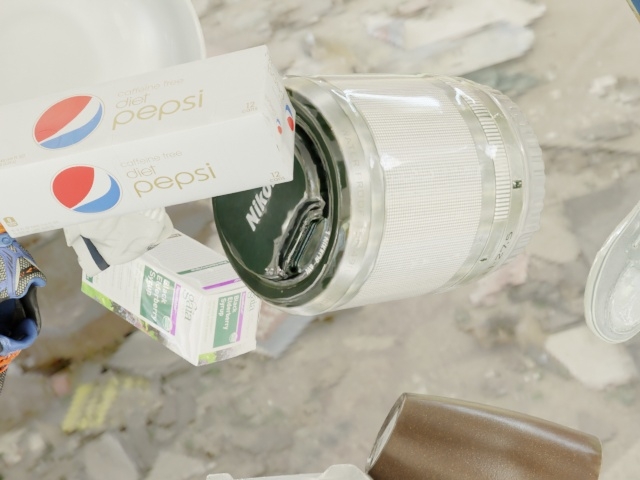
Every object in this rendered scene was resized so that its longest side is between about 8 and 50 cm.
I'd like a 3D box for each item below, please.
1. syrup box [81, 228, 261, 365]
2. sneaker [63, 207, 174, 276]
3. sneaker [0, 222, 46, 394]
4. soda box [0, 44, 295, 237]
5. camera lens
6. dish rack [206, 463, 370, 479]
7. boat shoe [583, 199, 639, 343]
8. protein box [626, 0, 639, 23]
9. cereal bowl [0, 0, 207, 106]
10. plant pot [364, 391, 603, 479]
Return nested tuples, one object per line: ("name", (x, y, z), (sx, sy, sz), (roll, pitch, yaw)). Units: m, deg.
("syrup box", (-0.181, 0.054, 1.531), (0.096, 0.093, 0.237), (-13, 30, -42))
("sneaker", (-0.196, -0.037, 1.177), (0.095, 0.235, 0.090), (-14, 77, -3))
("sneaker", (-0.314, 0.090, 1.211), (0.087, 0.221, 0.083), (35, 40, 21))
("soda box", (-0.130, -0.068, 0.891), (0.216, 0.069, 0.073), (-11, 47, 13))
("camera lens", (0.051, -0.050, 1.214), (0.274, 0.219, 0.219), (-7, 18, -40))
("dish rack", (0.011, 0.326, 1.330), (0.286, 0.072, 0.333), (3, 18, -34))
("boat shoe", (0.333, 0.002, 1.229), (0.227, 0.079, 0.081), (-61, 13, 6))
("protein box", (0.357, -0.291, 1.158), (0.200, 0.201, 0.136), (-30, 69, 17))
("cereal bowl", (-0.314, -0.201, 1.504), (0.339, 0.339, 0.141), (-35, 25, -19))
("plant pot", (0.177, 0.279, 1.499), (0.230, 0.215, 0.215), (26, 44, -1))
